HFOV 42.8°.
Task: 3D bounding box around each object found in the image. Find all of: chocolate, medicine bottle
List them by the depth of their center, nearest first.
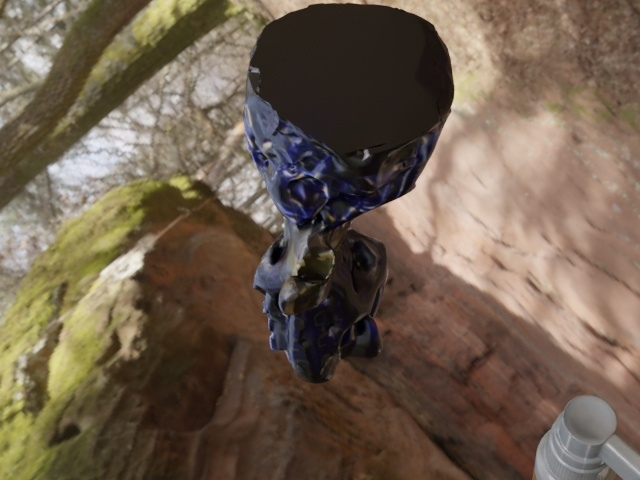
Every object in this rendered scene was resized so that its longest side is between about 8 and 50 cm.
[{"bbox_3d":[0.002,0.003,0.591,0.126,0.148,0.343,18,142,9],"label":"chocolate"},{"bbox_3d":[0.209,0.186,0.634,0.092,0.061,0.220,45,167,30],"label":"medicine bottle"}]
